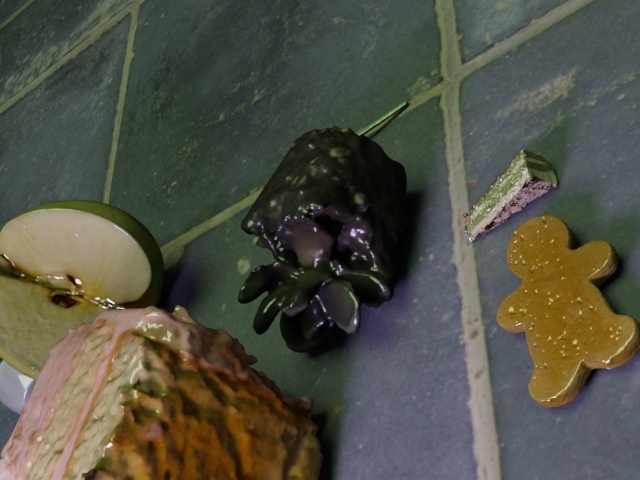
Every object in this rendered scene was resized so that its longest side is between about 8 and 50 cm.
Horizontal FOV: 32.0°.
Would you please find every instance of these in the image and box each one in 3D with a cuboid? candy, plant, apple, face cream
[{"bbox_3d":[0.048,-0.151,1.672,0.201,0.060,0.060,-33,41,15],"label":"candy"},{"bbox_3d":[0.000,0.000,1.478,0.199,0.188,0.276,-9,56,45],"label":"plant"},{"bbox_3d":[-0.392,0.083,1.784,0.233,0.257,0.295,68,-142,-83],"label":"apple"},{"bbox_3d":[-0.485,0.243,1.892,0.104,0.117,0.117,23,80,45],"label":"face cream"}]

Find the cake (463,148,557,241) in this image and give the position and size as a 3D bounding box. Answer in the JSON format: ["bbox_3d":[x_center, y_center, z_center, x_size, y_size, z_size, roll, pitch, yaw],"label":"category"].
[{"bbox_3d":[0.224,-0.055,1.388,0.140,0.055,0.051,-37,46,25],"label":"cake"}]

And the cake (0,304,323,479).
[{"bbox_3d":[-0.198,0.261,1.407,0.306,0.314,0.293,-16,48,52],"label":"cake"}]

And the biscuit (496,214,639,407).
[{"bbox_3d":[0.271,0.067,1.251,0.158,0.035,0.240,-34,42,23],"label":"biscuit"}]
